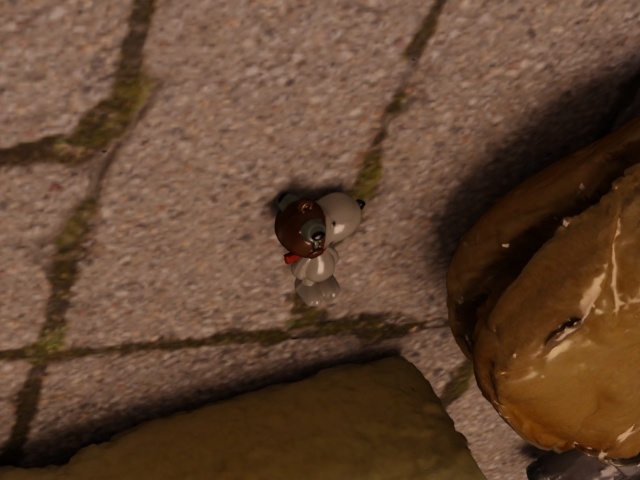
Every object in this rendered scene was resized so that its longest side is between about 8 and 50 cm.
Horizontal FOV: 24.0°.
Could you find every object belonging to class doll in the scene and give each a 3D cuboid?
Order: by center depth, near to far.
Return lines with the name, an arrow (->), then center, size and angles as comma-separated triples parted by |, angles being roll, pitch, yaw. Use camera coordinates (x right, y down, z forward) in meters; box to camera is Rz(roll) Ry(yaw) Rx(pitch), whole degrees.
doll -> -0.006, 0.003, 0.909 | 0.058, 0.040, 0.085 | -11, 142, -35

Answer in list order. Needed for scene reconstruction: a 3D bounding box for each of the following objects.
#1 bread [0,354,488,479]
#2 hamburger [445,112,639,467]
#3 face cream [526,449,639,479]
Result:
bread -> -0.070, 0.233, 0.984 | 0.375, 0.236, 0.165 | -14, 140, -15
hamburger -> 0.223, 0.014, 0.968 | 0.283, 0.144, 0.259 | -31, 139, 15
face cream -> 0.296, 0.124, 1.200 | 0.291, 0.071, 0.144 | -39, 140, 16
